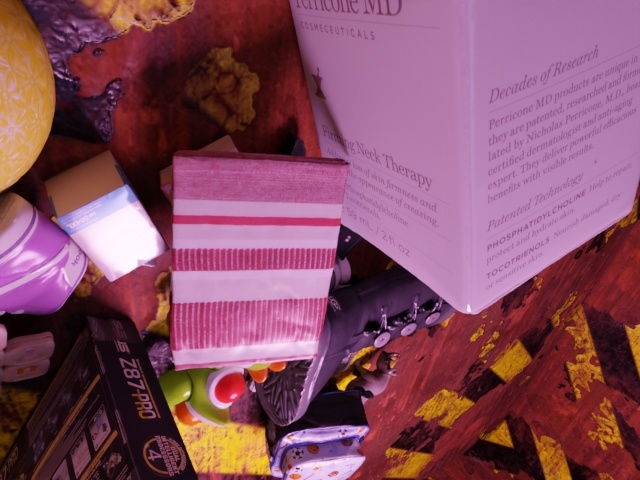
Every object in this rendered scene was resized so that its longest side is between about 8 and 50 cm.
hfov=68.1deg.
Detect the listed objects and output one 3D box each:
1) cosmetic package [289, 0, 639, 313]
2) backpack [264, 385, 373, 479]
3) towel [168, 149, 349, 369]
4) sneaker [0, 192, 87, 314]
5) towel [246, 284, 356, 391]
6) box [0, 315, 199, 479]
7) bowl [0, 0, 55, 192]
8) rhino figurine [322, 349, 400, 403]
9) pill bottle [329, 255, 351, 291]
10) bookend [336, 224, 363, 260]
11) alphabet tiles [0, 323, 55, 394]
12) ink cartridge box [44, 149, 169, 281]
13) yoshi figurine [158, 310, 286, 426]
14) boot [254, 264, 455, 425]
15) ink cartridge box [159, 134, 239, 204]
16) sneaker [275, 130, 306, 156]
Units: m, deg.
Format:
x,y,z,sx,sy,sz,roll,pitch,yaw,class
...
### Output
x,y,z,sx,sy,sz,roll,pitch,yaw,class
0.197,-0.195,0.632,0.327,0.329,0.394,-26,126,-19,cosmetic package
-0.017,0.501,1.187,0.276,0.213,0.264,5,140,-15,backpack
-0.094,0.037,0.682,0.236,0.037,0.330,1,114,-18,towel
-0.418,0.072,0.562,0.281,0.102,0.161,-26,146,0,sneaker
0.013,0.231,1.127,0.324,0.056,0.313,3,122,-43,towel
-0.370,0.368,0.718,0.097,0.318,0.395,19,110,-48,box
-0.375,-0.119,0.403,0.289,0.156,0.290,-23,137,-24,bowl
0.128,0.393,1.329,0.243,0.106,0.073,-34,141,-11,rhino figurine
-0.012,0.071,0.942,0.137,0.078,0.078,-15,134,-29,pill bottle
0.000,0.000,0.893,0.157,0.072,0.156,-44,141,2,bookend
-0.500,0.173,0.595,0.283,0.021,0.278,-5,152,-37,alphabet tiles
-0.273,-0.024,0.624,0.089,0.092,0.143,-30,139,-14,ink cartridge box
-0.192,0.177,0.854,0.203,0.204,0.362,41,110,-17,yoshi figurine
0.096,0.205,1.048,0.444,0.146,0.367,-17,147,-38,boot
-0.135,-0.038,0.703,0.115,0.067,0.198,-28,124,-4,ink cartridge box
-0.078,-0.086,0.770,0.170,0.051,0.089,-47,141,-2,sneaker
